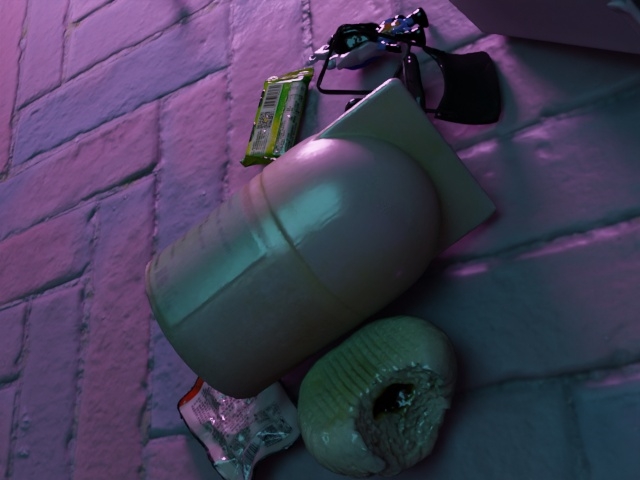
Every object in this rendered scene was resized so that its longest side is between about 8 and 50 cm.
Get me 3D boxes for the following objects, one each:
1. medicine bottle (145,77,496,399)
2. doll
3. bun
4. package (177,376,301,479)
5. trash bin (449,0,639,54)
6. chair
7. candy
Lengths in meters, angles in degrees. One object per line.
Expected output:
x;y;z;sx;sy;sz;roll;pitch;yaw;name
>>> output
0.000;0.000;0.965;0.406;0.235;0.236;-37;53;14;medicine bottle
0.068;-0.305;1.157;0.195;0.070;0.096;-10;50;26;doll
0.078;0.195;0.898;0.212;0.126;0.204;-32;29;15;bun
-0.115;0.249;1.080;0.166;0.040;0.232;-52;42;3;package
0.325;-0.344;0.886;0.367;0.296;0.256;22;86;54;trash bin
0.120;-0.195;1.053;0.145;0.221;0.140;117;151;-60;chair
-0.068;-0.200;1.236;0.102;0.032;0.178;2;71;33;candy
